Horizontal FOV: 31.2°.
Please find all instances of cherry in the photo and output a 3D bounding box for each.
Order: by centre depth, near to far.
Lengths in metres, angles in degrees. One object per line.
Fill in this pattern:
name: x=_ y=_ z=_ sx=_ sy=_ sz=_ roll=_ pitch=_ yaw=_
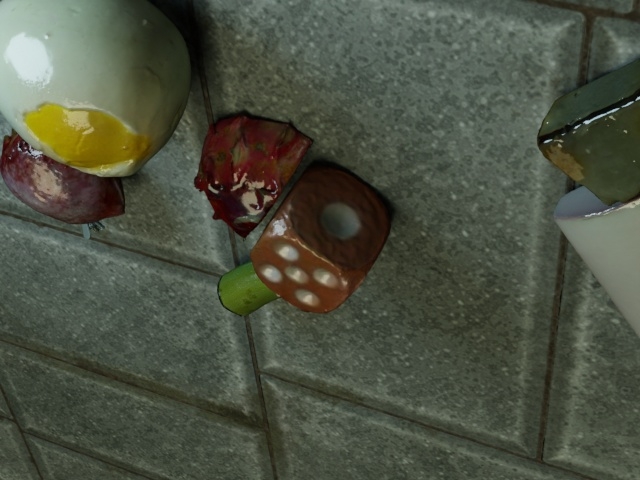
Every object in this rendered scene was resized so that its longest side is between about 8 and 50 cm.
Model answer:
cherry: x=-0.450 y=-0.122 z=2.039 sx=0.249 sy=0.175 sz=0.192 roll=37 pitch=128 yaw=-6

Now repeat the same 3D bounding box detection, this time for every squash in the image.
squash: x=-0.099 y=0.069 z=2.083 sx=0.095 sy=0.095 sz=0.188 roll=45 pitch=136 yaw=-17

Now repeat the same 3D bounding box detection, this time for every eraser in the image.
eraser: x=0.476 y=0.030 z=1.647 sx=0.174 sy=0.095 sz=0.270 roll=-18 pitch=122 yaw=44

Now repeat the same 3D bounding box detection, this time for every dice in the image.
dice: x=0.000 y=0.000 z=1.875 sx=0.175 sy=0.174 sz=0.179 roll=33 pitch=146 yaw=-3

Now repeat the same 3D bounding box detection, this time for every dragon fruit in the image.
dragon fruit: x=-0.148 y=-0.101 z=1.894 sx=0.161 sy=0.126 sz=0.274 roll=36 pitch=141 yaw=-7

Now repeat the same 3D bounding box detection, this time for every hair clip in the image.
hair clip: x=-0.474 y=-0.052 z=2.238 sx=0.030 sy=0.039 sz=0.115 roll=-20 pitch=117 yaw=39

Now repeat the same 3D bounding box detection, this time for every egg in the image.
egg: x=-0.357 y=-0.258 z=1.738 sx=0.345 sy=0.283 sz=0.283 roll=31 pitch=143 yaw=12

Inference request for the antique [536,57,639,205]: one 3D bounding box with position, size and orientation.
antique: x=0.425 y=-0.167 z=1.441 sx=0.150 sy=0.125 sz=0.284 roll=40 pitch=142 yaw=-13
